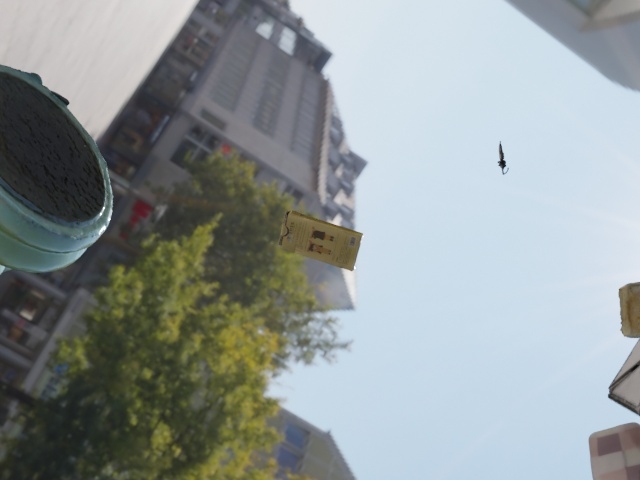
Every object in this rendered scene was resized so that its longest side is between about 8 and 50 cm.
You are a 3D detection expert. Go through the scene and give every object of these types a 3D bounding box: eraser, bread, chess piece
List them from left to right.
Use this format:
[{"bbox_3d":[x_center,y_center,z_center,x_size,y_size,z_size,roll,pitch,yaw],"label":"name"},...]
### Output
[{"bbox_3d":[-0.325,0.003,0.724,0.298,0.176,0.176,-32,-158,19],"label":"chess piece"},{"bbox_3d":[0.339,0.253,1.017,0.065,0.026,0.105,-20,-156,20],"label":"eraser"},{"bbox_3d":[0.471,0.103,1.331,0.035,0.070,0.083,-8,-92,63],"label":"bread"}]

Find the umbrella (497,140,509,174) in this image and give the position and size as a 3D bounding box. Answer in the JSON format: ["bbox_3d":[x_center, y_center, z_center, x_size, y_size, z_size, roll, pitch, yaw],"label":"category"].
[{"bbox_3d":[0.387,-0.177,1.937,0.022,0.022,0.149,-47,-163,25],"label":"umbrella"}]

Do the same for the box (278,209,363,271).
[{"bbox_3d":[0.000,0.000,1.640,0.020,0.149,0.073,-48,154,-66],"label":"box"}]

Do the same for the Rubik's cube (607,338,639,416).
[{"bbox_3d":[0.779,0.295,1.837,0.260,0.259,0.255,-60,177,2],"label":"Rubik's cube"}]
